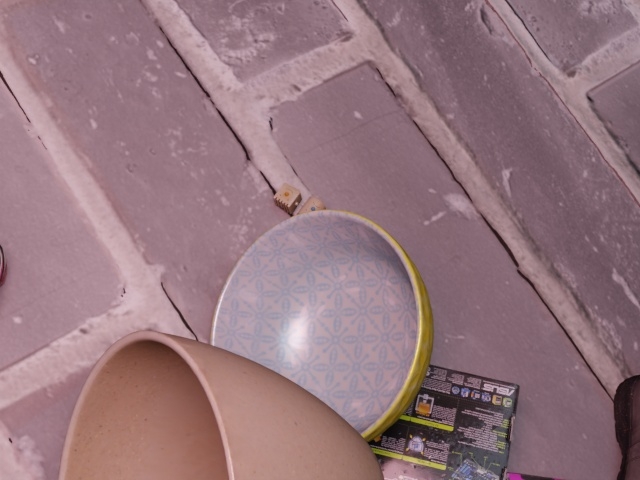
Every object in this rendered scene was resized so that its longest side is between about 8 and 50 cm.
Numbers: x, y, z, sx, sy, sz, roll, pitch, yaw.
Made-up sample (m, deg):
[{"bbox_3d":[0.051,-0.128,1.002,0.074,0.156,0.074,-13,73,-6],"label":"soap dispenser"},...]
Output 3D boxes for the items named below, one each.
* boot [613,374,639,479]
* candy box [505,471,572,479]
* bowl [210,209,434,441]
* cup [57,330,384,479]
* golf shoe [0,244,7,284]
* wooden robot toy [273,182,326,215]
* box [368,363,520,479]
[{"bbox_3d":[0.477,0.309,1.119,0.118,0.223,0.338,5,69,-16],"label":"boot"},{"bbox_3d":[0.289,0.422,1.103,0.159,0.071,0.234,11,66,-13],"label":"candy box"},{"bbox_3d":[0.024,0.122,1.069,0.156,0.289,0.290,29,54,-54],"label":"bowl"},{"bbox_3d":[-0.076,0.260,0.835,0.236,0.331,0.331,10,66,-38],"label":"cup"},{"bbox_3d":[-0.413,0.082,1.006,0.067,0.086,0.186,14,68,-13],"label":"golf shoe"},{"bbox_3d":[0.000,0.000,1.175,0.173,0.076,0.079,38,75,0],"label":"wooden robot toy"},{"bbox_3d":[0.143,0.252,1.108,0.190,0.045,0.184,11,68,8],"label":"box"}]
